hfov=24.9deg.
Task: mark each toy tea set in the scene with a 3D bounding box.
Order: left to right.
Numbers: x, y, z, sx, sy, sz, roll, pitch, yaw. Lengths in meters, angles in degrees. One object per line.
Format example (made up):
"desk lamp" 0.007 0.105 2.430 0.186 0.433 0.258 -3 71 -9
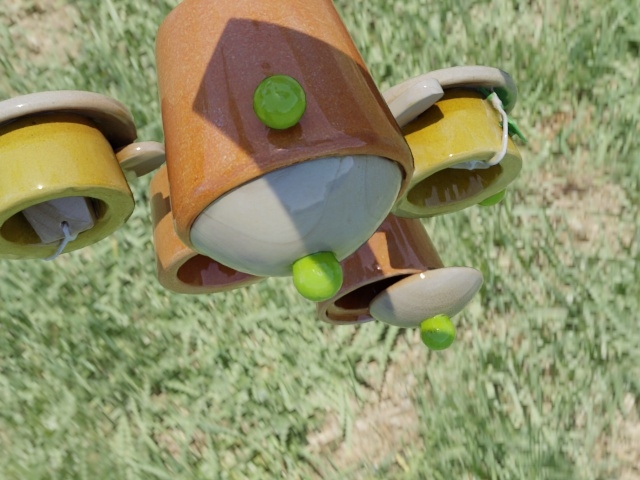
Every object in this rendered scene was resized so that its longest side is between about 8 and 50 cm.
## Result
"toy tea set" 0.000 0.000 0.663 0.200 0.336 0.124 -29 66 30
